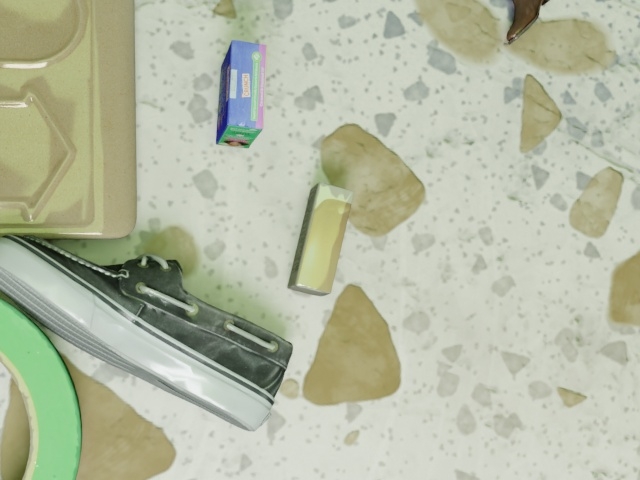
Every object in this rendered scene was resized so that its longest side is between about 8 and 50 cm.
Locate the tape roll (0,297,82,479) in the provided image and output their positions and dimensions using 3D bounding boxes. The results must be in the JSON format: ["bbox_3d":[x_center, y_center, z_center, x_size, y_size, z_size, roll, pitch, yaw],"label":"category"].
[{"bbox_3d":[-0.399,0.197,1.181,0.321,0.077,0.321,1,84,-10],"label":"tape roll"}]

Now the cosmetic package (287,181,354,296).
[{"bbox_3d":[0.000,0.000,1.286,0.041,0.060,0.115,14,83,-9],"label":"cosmetic package"}]

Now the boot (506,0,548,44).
[{"bbox_3d":[0.205,-0.294,1.369,0.114,0.037,0.106,39,65,-8],"label":"boot"}]

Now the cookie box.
[{"bbox_3d":[-0.084,-0.152,1.262,0.040,0.107,0.092,4,83,-10],"label":"cookie box"}]

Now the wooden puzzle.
[{"bbox_3d":[-0.366,-0.158,1.231,0.347,0.080,0.322,0,84,-15],"label":"wooden puzzle"}]

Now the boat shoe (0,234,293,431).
[{"bbox_3d":[-0.181,0.072,1.226,0.335,0.121,0.119,33,70,-18],"label":"boat shoe"}]
